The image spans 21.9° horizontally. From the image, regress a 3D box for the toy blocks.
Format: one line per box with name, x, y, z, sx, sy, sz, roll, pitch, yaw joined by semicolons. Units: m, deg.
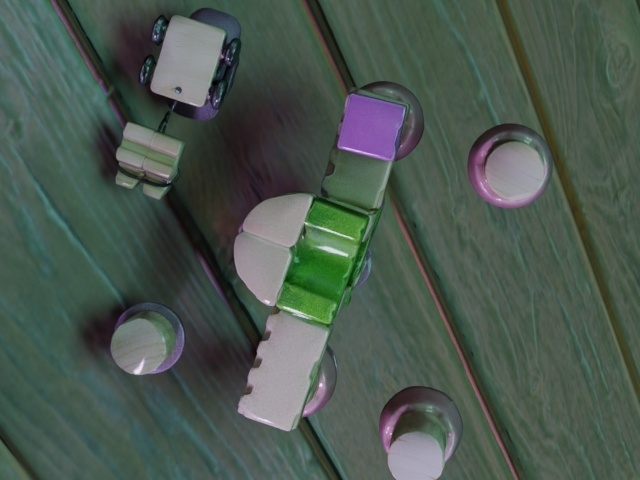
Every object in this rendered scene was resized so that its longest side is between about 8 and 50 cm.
toy blocks;0.000;0.000;1.299;0.260;0.308;0.289;-45;154;-83
